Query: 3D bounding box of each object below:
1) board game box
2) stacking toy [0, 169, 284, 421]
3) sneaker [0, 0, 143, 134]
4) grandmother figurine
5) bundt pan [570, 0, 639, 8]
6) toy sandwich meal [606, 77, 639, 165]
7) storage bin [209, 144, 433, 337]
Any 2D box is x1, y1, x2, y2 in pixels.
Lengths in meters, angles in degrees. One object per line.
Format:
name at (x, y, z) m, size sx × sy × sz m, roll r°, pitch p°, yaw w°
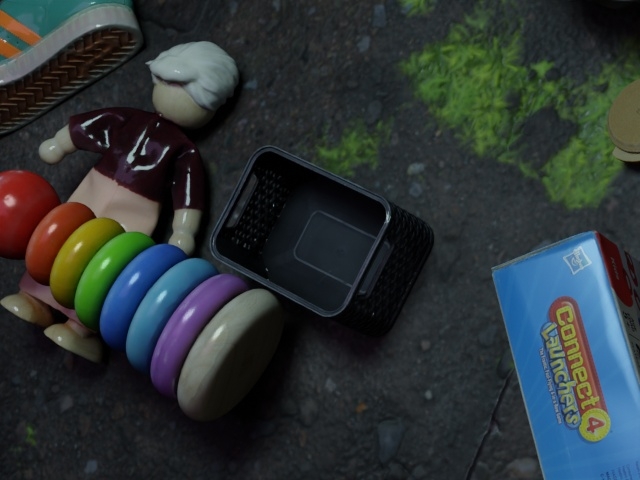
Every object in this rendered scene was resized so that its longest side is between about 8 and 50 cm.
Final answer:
board game box at (0.260, 0.181, 1.261) m, size 0.086 × 0.302 × 0.308 m, roll -24°, pitch 63°, yaw 24°
stacking toy at (-0.201, 0.032, 1.660) m, size 0.330 × 0.141 × 0.141 m, roll 33°, pitch 93°, yaw 18°
sneaker at (-0.336, -0.211, 1.917) m, size 0.302 × 0.108 × 0.121 m, roll -24°, pitch 61°, yaw 16°
grandmother figurine at (-0.200, -0.058, 1.780) m, size 0.208 × 0.104 × 0.342 m, roll 33°, pitch 90°, yaw 9°
bundt pan at (0.302, -0.344, 1.502) m, size 0.331 × 0.124 × 0.331 m, roll -11°, pitch 71°, yaw 34°
toy sandwich meal at (0.288, -0.105, 1.511) m, size 0.085 × 0.029 × 0.085 m, roll -21°, pitch 53°, yaw 30°
storage bin at (0.000, 0.000, 1.630) m, size 0.180 × 0.084 × 0.122 m, roll 27°, pitch 89°, yaw 36°
